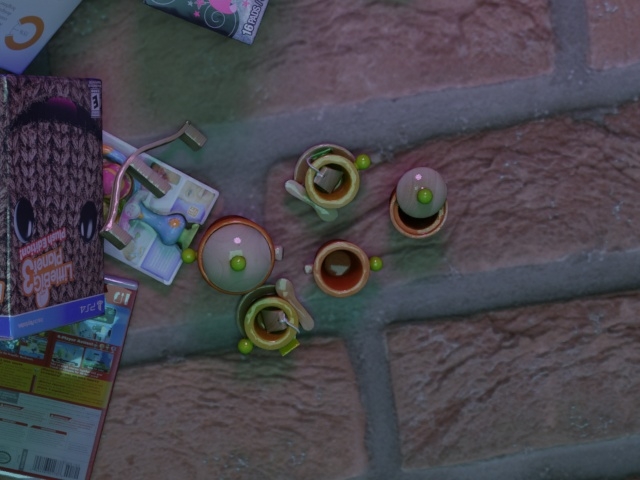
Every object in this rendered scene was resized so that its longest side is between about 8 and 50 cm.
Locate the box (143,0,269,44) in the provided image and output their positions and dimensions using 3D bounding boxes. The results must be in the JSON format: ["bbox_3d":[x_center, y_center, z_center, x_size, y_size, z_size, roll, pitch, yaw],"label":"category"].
[{"bbox_3d":[-0.107,-0.373,1.832,0.142,0.163,0.247,19,99,-11],"label":"box"}]

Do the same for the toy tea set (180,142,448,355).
[{"bbox_3d":[0.000,0.000,1.939,0.336,0.124,0.200,-37,104,2],"label":"toy tea set"}]

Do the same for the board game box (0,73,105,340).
[{"bbox_3d":[-0.363,-0.044,1.806,0.141,0.232,0.291,2,96,19],"label":"board game box"}]

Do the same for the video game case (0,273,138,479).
[{"bbox_3d":[-0.363,0.166,1.988,0.204,0.025,0.285,14,100,-8],"label":"video game case"}]

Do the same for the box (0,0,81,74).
[{"bbox_3d":[-0.335,-0.383,1.727,0.345,0.215,0.168,-47,60,15],"label":"box"}]

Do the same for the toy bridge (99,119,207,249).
[{"bbox_3d":[-0.212,-0.078,1.910,0.063,0.026,0.188,40,64,-13],"label":"toy bridge"}]

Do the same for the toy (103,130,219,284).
[{"bbox_3d":[-0.260,-0.053,1.938,0.237,0.056,0.137,28,96,-11],"label":"toy"}]
